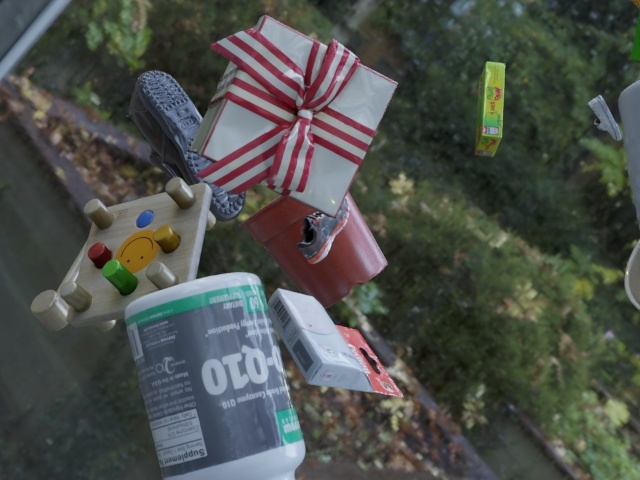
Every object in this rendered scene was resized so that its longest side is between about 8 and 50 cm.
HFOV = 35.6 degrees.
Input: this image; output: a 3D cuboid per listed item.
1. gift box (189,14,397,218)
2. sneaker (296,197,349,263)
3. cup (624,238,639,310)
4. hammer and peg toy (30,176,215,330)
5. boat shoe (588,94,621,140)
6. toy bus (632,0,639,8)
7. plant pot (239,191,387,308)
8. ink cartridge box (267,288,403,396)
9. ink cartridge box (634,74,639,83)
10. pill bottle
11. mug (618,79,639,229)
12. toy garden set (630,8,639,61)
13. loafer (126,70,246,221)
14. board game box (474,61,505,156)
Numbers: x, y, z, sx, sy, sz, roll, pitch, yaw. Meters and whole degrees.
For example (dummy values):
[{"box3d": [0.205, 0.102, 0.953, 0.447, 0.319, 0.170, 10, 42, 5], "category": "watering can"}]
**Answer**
[{"box3d": [-0.069, -0.183, 1.516, 0.276, 0.255, 0.258, 20, 1, -15], "category": "gift box"}, {"box3d": [0.003, -0.035, 1.873, 0.065, 0.158, 0.061, 41, -34, -27], "category": "sneaker"}, {"box3d": [0.730, 0.079, 1.709, 0.237, 0.331, 0.331, 46, 8, -21], "category": "cup"}, {"box3d": [-0.369, 0.029, 1.793, 0.127, 0.361, 0.266, 52, 35, -45], "category": "hammer and peg toy"}, {"box3d": [0.541, -0.228, 1.902, 0.100, 0.035, 0.035, 55, 14, -24], "category": "boat shoe"}, {"box3d": [0.737, -0.652, 2.356, 0.332, 0.108, 0.130, 43, 24, -8], "category": "toy bus"}, {"box3d": [0.000, 0.000, 2.269, 0.265, 0.272, 0.272, 56, 9, -1], "category": "plant pot"}, {"box3d": [0.035, 0.180, 1.732, 0.232, 0.066, 0.189, 11, 31, -38], "category": "ink cartridge box"}, {"box3d": [0.660, -0.249, 1.724, 0.223, 0.045, 0.224, 25, -21, 6], "category": "ink cartridge box"}, {"box3d": [-0.139, 0.242, 1.403, 0.204, 0.204, 0.361, 12, 61, -73], "category": "pill bottle"}, {"box3d": [0.548, -0.039, 1.120, 0.276, 0.374, 0.328, 4, 78, -59], "category": "mug"}, {"box3d": [0.641, -0.371, 1.590, 0.244, 0.204, 0.049, 11, 2, 23], "category": "toy garden set"}, {"box3d": [-0.290, -0.189, 2.143, 0.134, 0.130, 0.366, -23, 79, -43], "category": "loafer"}, {"box3d": [0.367, -0.284, 2.160, 0.043, 0.181, 0.092, 6, -21, 1], "category": "board game box"}]
